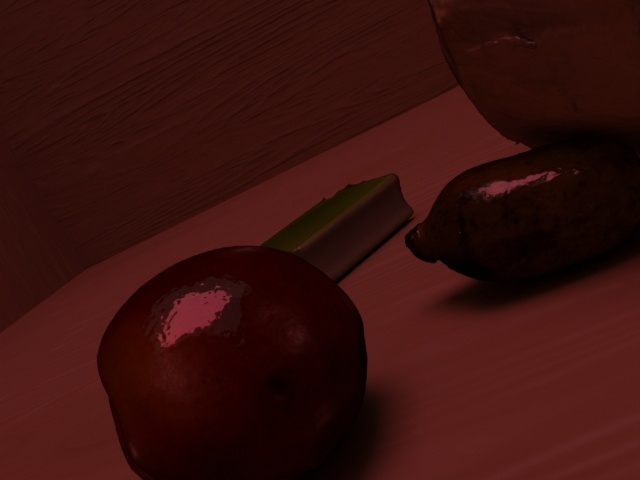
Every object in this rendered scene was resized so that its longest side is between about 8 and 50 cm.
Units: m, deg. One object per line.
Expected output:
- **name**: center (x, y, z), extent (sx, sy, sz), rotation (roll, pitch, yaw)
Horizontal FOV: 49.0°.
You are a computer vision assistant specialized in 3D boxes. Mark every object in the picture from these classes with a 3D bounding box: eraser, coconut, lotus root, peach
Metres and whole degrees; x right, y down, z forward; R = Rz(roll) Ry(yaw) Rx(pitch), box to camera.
- **eraser**: center (0.000, 0.000, 1.179), extent (0.210, 0.092, 0.274), rotation (-16, 18, 46)
- **coconut**: center (0.273, -0.286, 0.731), extent (0.405, 0.404, 0.404), rotation (-26, 12, 6)
- **lotus root**: center (0.207, -0.025, 0.729), extent (0.260, 0.128, 0.145), rotation (-15, 0, 23)
- **peach**: center (-0.066, 0.107, 0.599), extent (0.243, 0.199, 0.243), rotation (-17, 17, 5)
